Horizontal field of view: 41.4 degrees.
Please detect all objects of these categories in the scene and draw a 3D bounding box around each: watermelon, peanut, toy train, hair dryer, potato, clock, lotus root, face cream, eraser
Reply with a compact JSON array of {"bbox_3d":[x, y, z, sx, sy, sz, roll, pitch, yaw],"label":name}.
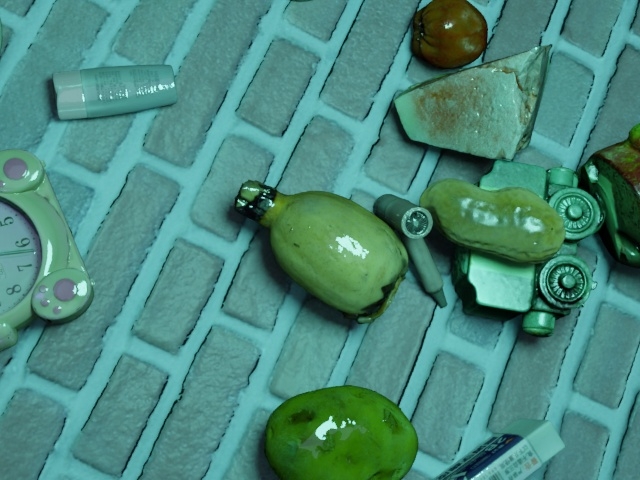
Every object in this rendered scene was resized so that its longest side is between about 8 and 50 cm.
[{"bbox_3d":[0.298,-0.259,1.483,0.310,0.232,0.193,-5,112,-26],"label":"watermelon"},{"bbox_3d":[0.274,-0.038,1.357,0.236,0.110,0.120,21,100,15],"label":"peanut"},{"bbox_3d":[0.354,0.012,1.471,0.238,0.167,0.299,11,76,1],"label":"toy train"},{"bbox_3d":[0.170,0.031,1.422,0.053,0.195,0.220,-27,102,-4],"label":"hair dryer"},{"bbox_3d":[0.032,0.323,1.344,0.253,0.148,0.186,14,93,-18],"label":"potato"},{"bbox_3d":[-0.529,0.034,1.292,0.309,0.114,0.284,-23,86,-14],"label":"clock"},{"bbox_3d":[0.000,0.000,1.378,0.310,0.183,0.183,33,74,0],"label":"lotus root"},{"bbox_3d":[-0.342,-0.250,1.415,0.198,0.057,0.084,-8,80,-12],"label":"face cream"},{"bbox_3d":[0.286,0.374,1.397,0.210,0.124,0.068,-31,86,-16],"label":"eraser"}]

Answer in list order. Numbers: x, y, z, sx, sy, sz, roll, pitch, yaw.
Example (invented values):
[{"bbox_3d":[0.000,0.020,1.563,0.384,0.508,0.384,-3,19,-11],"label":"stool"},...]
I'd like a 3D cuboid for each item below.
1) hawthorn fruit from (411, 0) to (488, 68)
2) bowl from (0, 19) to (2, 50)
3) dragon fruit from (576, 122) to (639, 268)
[{"bbox_3d":[0.238,-0.373,1.527,0.138,0.133,0.133,1,79,-21],"label":"hawthorn fruit"},{"bbox_3d":[-0.683,-0.352,1.309,0.337,0.157,0.337,2,78,-11],"label":"bowl"},{"bbox_3d":[0.551,-0.062,1.474,0.130,0.268,0.295,-19,112,2],"label":"dragon fruit"}]
